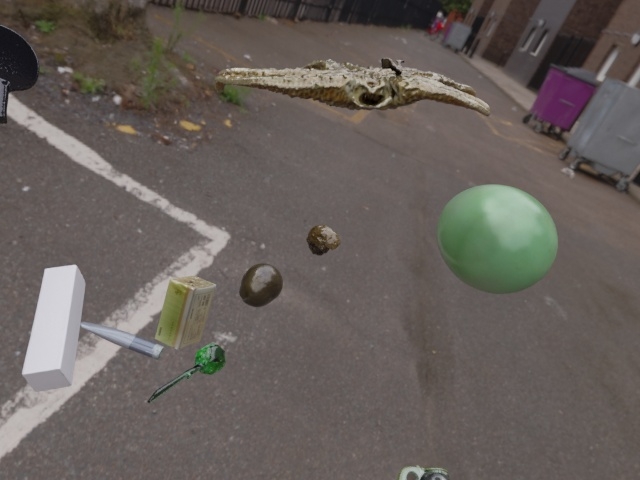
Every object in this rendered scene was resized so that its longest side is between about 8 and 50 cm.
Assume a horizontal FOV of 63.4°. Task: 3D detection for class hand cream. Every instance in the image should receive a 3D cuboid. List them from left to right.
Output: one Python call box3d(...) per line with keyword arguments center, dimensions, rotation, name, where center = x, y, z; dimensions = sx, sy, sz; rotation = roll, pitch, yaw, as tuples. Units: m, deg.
box3d(center=(-0.607, 0.301, 1.584), dimensions=(0.256, 0.079, 0.048), rotation=(20, 71, -4), name="hand cream")

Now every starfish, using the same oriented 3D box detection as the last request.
box3d(center=(0.034, -0.149, 0.487), dimensions=(0.248, 0.050, 0.138), rotation=(8, 19, 2), name="starfish")

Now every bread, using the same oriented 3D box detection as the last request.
box3d(center=(0.000, 0.000, 1.415), dimensions=(0.060, 0.113, 0.082), rotation=(-40, 92, -25), name="bread")

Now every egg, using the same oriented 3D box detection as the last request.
box3d(center=(0.356, -0.005, 1.072), dimensions=(0.221, 0.220, 0.270), rotation=(15, 9, -19), name="egg")

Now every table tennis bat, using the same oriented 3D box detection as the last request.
box3d(center=(-0.691, -0.365, 1.130), dimensions=(0.150, 0.027, 0.236), rotation=(18, 63, -53), name="table tennis bat")

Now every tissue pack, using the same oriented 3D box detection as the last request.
box3d(center=(-0.487, 0.254, 1.879), dimensions=(0.125, 0.234, 0.159), rotation=(18, 7, 16), name="tissue pack")

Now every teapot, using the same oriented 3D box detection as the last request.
box3d(center=(0.220, 0.499, 1.040), dimensions=(0.124, 0.092, 0.090), rotation=(33, 41, -29), name="teapot")

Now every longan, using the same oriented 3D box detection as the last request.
box3d(center=(-0.237, 0.177, 2.046), dimensions=(0.168, 0.167, 0.187), rotation=(26, 48, 4), name="longan")

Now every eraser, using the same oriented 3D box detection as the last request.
box3d(center=(-0.607, 0.193, 1.196), dimensions=(0.078, 0.076, 0.298), rotation=(-8, 46, -8), name="eraser")

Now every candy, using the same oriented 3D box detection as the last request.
box3d(center=(-0.391, 0.393, 1.518), dimensions=(0.097, 0.097, 0.323), rotation=(33, 23, 16), name="candy")
